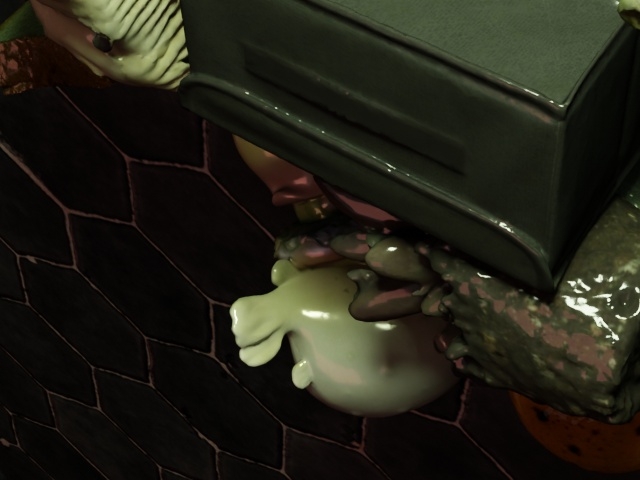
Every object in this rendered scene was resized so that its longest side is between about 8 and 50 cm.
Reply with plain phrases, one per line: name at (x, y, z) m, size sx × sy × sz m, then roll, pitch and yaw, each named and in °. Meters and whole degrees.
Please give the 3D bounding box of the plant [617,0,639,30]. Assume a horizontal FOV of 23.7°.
plant at (0.240, -0.264, 0.911) m, size 0.261 × 0.297 × 0.306 m, roll 54°, pitch 174°, yaw 39°

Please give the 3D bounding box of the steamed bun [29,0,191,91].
steamed bun at (-0.178, -0.311, 1.202) m, size 0.237 × 0.347 × 0.394 m, roll 34°, pitch 133°, yaw 24°

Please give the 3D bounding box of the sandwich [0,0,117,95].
sandwich at (-0.229, -0.223, 1.541) m, size 0.215 × 0.186 × 0.065 m, roll 6°, pitch 138°, yaw 50°

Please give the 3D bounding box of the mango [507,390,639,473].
mango at (0.264, 0.093, 1.413) m, size 0.191 × 0.160 × 0.290 m, roll 38°, pitch 147°, yaw 21°

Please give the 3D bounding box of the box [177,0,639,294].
box at (0.090, -0.172, 1.158) m, size 0.345 × 0.251 × 0.204 m, roll 27°, pitch 148°, yaw 22°

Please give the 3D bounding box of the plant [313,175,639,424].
plant at (0.145, 0.010, 1.250) m, size 0.321 × 0.181 × 0.194 m, roll 26°, pitch 144°, yaw 30°

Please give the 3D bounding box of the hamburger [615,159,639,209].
hamburger at (0.245, -0.048, 1.310) m, size 0.121 × 0.084 × 0.054 m, roll 35°, pitch 149°, yaw 7°

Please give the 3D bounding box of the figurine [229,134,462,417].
figurine at (0.000, 0.000, 1.525) m, size 0.227 × 0.274 × 0.394 m, roll -8°, pitch 107°, yaw 50°
